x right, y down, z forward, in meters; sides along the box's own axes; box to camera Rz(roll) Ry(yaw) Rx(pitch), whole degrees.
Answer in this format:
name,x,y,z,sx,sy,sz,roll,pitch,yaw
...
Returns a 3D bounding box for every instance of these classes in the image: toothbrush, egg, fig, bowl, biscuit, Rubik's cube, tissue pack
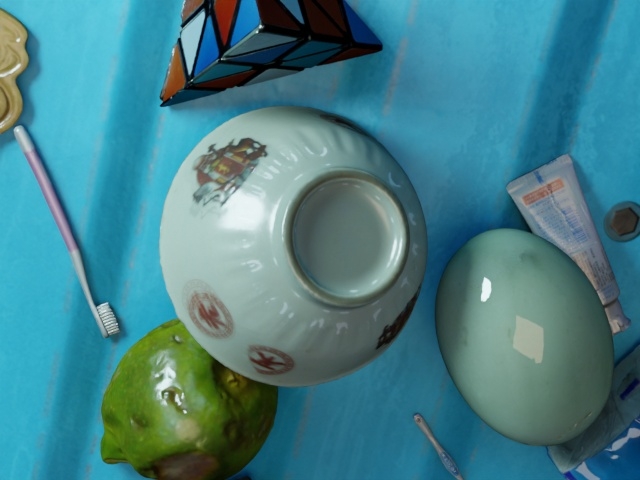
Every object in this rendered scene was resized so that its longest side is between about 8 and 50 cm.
name,x,y,z,sx,sy,sz,roll,pitch,yaw
toothbrush,0.171,0.297,1.387,0.014,0.017,0.162,-35,102,1
egg,0.247,0.119,1.240,0.203,0.203,0.282,-22,103,2
fig,-0.192,0.210,1.258,0.275,0.206,0.206,-26,110,38
bowl,0.000,0.000,1.143,0.337,0.157,0.337,2,85,-22
biscuit,-0.426,-0.166,1.191,0.144,0.040,0.236,34,103,-19
Rubik's cube,-0.038,-0.226,1.100,0.250,0.234,0.284,19,103,-11
tissue pack,0.461,0.296,1.345,0.270,0.137,0.209,43,97,-14
toothbrush,-0.309,-0.008,1.252,0.025,0.020,0.286,-22,108,-7

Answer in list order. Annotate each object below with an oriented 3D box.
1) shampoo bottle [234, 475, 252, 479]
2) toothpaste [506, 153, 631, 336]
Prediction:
name,x,y,z,sx,sy,sz,roll,pitch,yaw
shampoo bottle,-0.185,0.391,1.361,0.227,0.056,0.086,-21,112,1
toothpaste,0.324,0.013,1.298,0.089,0.057,0.234,-27,100,2
